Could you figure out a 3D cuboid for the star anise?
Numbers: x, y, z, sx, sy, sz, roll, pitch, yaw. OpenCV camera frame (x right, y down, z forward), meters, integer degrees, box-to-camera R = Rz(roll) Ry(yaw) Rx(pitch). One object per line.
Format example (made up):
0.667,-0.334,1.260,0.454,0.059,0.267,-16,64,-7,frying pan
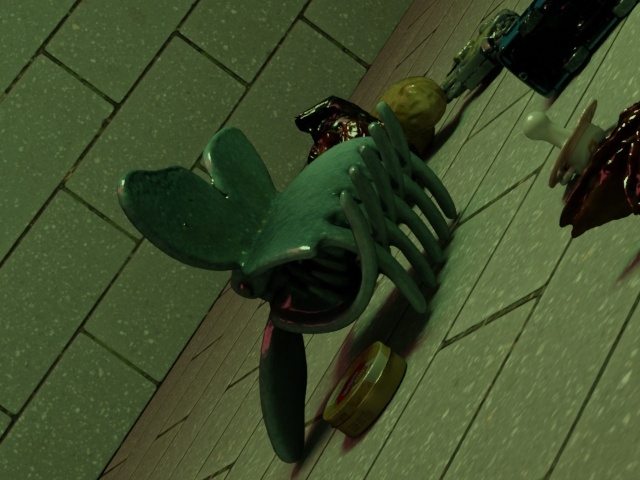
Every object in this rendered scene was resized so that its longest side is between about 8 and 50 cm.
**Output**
0.289,-0.112,1.260,0.288,0.088,0.288,-54,5,8,star anise

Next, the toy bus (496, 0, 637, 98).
0.295,-0.266,1.912,0.185,0.090,0.106,-49,8,19,toy bus

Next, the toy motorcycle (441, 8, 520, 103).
0.244,-0.282,2.404,0.193,0.061,0.124,-45,11,42,toy motorcycle

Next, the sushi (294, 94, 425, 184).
0.062,-0.105,2.321,0.153,0.172,0.150,-30,33,5,sushi

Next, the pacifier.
0.232,-0.098,1.590,0.099,0.078,0.081,-58,-13,-24,pacifier

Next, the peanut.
0.127,-0.178,2.453,0.226,0.108,0.095,124,165,-63,peanut

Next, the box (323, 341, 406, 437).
0.047,0.158,1.722,0.105,0.037,0.105,-52,8,11,box

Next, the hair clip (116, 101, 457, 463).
0.000,0.000,1.877,0.238,0.392,0.318,-22,19,24,hair clip
